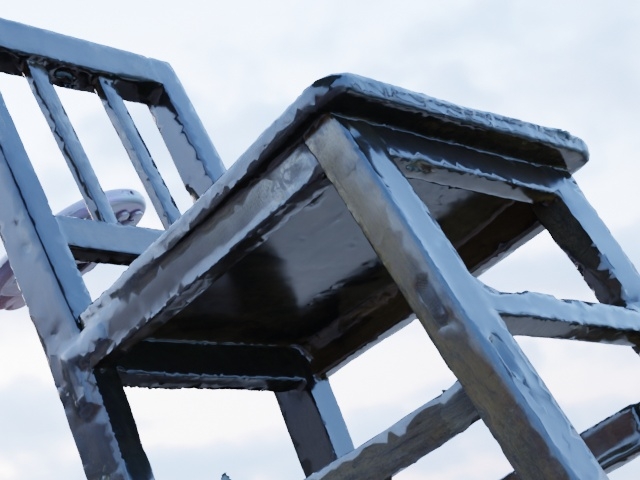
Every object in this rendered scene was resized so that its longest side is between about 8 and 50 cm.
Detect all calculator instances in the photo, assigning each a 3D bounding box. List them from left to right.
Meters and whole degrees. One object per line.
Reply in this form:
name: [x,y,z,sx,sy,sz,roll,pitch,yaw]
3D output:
calculator: [-0.203,0.007,1.282,0.166,0.024,0.103,-37,-17,30]

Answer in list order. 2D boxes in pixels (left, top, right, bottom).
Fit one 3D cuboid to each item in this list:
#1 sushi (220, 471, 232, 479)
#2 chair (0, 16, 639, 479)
sushi: [-0.070,0.307,1.067,0.219,0.231,0.047,-39,-3,-17]
chair: [0.000,0.000,0.788,0.240,0.416,0.203,-39,-28,31]
